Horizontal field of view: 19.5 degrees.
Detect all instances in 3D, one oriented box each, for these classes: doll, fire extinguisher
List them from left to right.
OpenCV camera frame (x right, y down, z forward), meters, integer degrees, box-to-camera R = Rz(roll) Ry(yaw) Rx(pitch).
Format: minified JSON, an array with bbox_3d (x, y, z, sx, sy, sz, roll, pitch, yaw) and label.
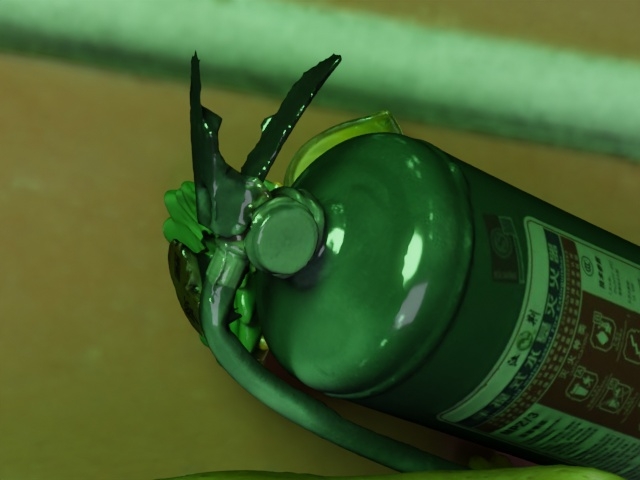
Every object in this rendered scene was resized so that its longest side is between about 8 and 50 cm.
[{"bbox_3d":[-0.008,0.002,0.696,0.113,0.077,0.078,-21,94,-37],"label":"doll"},{"bbox_3d":[0.056,0.026,0.639,0.294,0.093,0.118,22,93,-38],"label":"fire extinguisher"}]

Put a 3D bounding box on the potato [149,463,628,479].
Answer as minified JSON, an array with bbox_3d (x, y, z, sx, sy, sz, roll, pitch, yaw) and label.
[{"bbox_3d":[-0.045,0.158,0.641,0.369,0.176,0.195,-17,104,20],"label":"potato"}]

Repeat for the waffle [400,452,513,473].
[{"bbox_3d":[0.083,0.198,0.781,0.232,0.051,0.228,11,110,-14],"label":"waffle"}]
